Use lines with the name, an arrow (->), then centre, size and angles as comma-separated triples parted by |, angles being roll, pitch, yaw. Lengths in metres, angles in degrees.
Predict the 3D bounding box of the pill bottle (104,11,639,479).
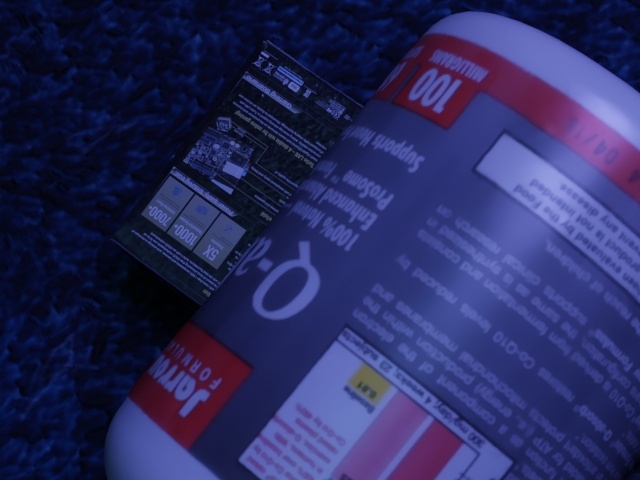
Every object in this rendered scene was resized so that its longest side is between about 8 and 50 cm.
pill bottle -> 0.030, 0.089, 0.857 | 0.210, 0.210, 0.363 | 38, 84, 16

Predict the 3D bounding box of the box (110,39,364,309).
box -> 0.000, 0.000, 1.028 | 0.180, 0.077, 0.147 | 35, 84, 15

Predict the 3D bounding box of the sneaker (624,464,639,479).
sneaker -> 0.184, 0.253, 0.848 | 0.111, 0.121, 0.300 | -7, 82, -6
